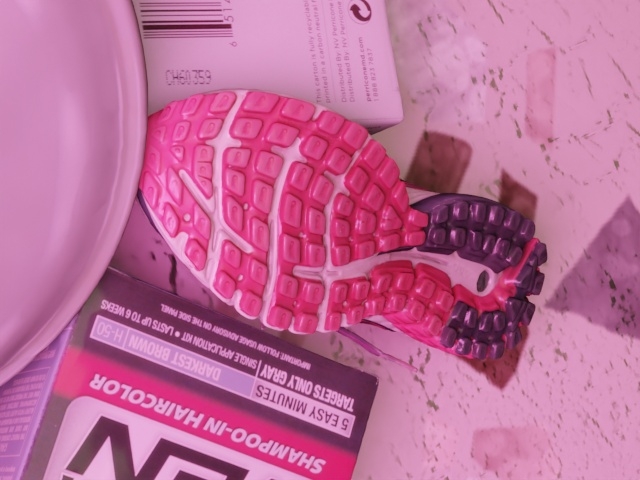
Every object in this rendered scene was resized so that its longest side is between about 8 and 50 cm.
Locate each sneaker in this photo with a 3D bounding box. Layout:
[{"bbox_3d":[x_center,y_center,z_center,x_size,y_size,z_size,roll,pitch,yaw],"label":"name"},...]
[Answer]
[{"bbox_3d":[0.000,0.000,0.952,0.299,0.112,0.121,25,82,-45],"label":"sneaker"}]

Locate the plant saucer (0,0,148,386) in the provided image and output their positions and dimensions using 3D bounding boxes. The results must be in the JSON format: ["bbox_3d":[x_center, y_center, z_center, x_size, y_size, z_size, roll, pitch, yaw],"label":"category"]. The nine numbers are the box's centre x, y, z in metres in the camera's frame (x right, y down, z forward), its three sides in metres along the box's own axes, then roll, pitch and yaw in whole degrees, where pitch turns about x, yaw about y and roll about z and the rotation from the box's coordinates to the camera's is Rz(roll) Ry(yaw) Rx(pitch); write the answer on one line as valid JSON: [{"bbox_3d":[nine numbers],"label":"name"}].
[{"bbox_3d":[-0.275,-0.042,0.749,0.400,0.100,0.401,-5,120,-8],"label":"plant saucer"}]

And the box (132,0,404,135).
[{"bbox_3d":[-0.065,-0.140,0.984,0.181,0.119,0.181,-5,84,-28],"label":"box"}]

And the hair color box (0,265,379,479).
[{"bbox_3d":[-0.117,0.221,0.905,0.185,0.113,0.375,23,73,-22],"label":"hair color box"}]
